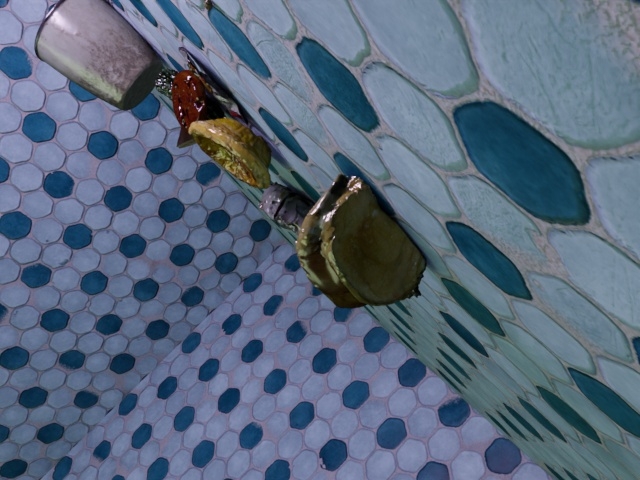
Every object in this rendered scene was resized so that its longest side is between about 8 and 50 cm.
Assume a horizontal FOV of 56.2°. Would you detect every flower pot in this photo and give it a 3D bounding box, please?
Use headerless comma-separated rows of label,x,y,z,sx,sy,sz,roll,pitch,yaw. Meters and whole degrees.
flower pot,-0.720,-0.620,2.000,0.330,0.293,0.293,38,175,-2

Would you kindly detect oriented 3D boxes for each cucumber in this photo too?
cucumber,-0.393,-0.433,1.880,0.359,0.096,0.096,39,172,33

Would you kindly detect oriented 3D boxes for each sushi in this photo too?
sushi,-0.096,-0.097,1.947,0.130,0.124,0.332,36,179,-31

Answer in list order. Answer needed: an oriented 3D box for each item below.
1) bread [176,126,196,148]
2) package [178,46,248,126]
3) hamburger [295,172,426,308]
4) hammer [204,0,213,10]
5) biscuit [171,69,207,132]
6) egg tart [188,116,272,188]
bread,-0.486,-0.445,2.338,0.119,0.192,0.067,9,173,-9
package,-0.278,-0.398,1.564,0.239,0.030,0.154,46,-179,-34
hamburger,0.072,0.029,1.221,0.309,0.211,0.132,50,168,-26
hammer,-0.227,-0.439,1.013,0.123,0.014,0.029,47,166,-4
biscuit,-0.387,-0.409,1.778,0.192,0.049,0.192,19,114,52
egg tart,-0.238,-0.264,1.704,0.290,0.115,0.290,34,170,7
